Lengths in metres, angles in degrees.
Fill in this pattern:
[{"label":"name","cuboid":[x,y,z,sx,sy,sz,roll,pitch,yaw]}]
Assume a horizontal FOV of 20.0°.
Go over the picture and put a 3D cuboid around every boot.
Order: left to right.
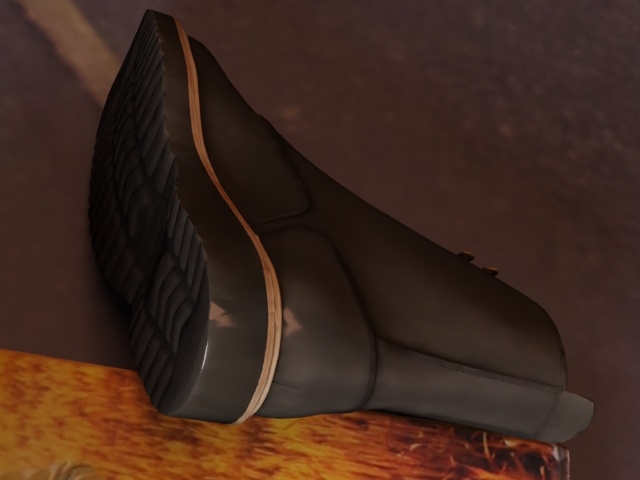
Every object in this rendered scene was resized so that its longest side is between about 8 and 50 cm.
[{"label":"boot","cuboid":[0.000,0.000,0.618,0.137,0.077,0.198,11,36,-22]}]

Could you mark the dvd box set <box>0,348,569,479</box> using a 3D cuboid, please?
[{"label":"dvd box set","cuboid":[-0.134,0.169,0.502,0.420,0.062,0.308,11,58,-10]}]
